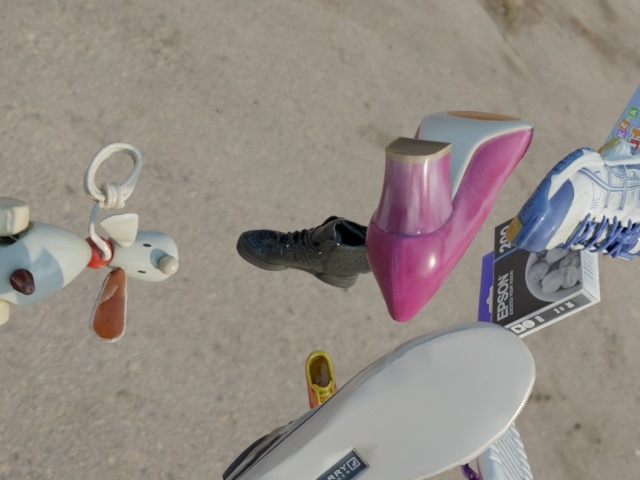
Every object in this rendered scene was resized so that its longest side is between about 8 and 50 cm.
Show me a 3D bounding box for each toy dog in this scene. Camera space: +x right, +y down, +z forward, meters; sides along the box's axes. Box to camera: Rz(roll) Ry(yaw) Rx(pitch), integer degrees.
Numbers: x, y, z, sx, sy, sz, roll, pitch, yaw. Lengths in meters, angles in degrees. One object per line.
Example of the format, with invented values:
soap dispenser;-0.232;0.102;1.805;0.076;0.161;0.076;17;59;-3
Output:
toy dog;-0.304;0.027;1.219;0.334;0.161;0.220;-26;124;-36

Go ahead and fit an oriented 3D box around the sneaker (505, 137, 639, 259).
sneaker;0.327;-0.034;1.111;0.296;0.112;0.131;-24;65;-45

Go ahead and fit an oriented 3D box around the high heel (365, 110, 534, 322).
high heel;0.103;-0.029;0.727;0.244;0.082;0.117;-36;132;-63

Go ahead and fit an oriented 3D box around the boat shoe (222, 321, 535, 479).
boat shoe;0.037;0.181;0.935;0.127;0.340;0.158;58;-1;-7

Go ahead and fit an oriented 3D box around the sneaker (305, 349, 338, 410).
sneaker;0.006;0.266;1.599;0.067;0.064;0.175;83;-10;-79

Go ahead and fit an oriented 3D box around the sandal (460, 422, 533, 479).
sandal;0.270;0.344;1.640;0.169;0.102;0.416;50;17;-17

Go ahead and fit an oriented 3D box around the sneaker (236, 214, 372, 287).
sneaker;0.000;0.002;1.062;0.170;0.089;0.051;17;48;-8

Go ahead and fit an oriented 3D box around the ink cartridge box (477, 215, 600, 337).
ink cartridge box;0.286;0.042;1.348;0.045;0.208;0.206;38;40;-23

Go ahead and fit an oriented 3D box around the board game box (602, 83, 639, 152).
board game box;0.564;-0.130;1.557;0.211;0.160;0.039;31;11;16
